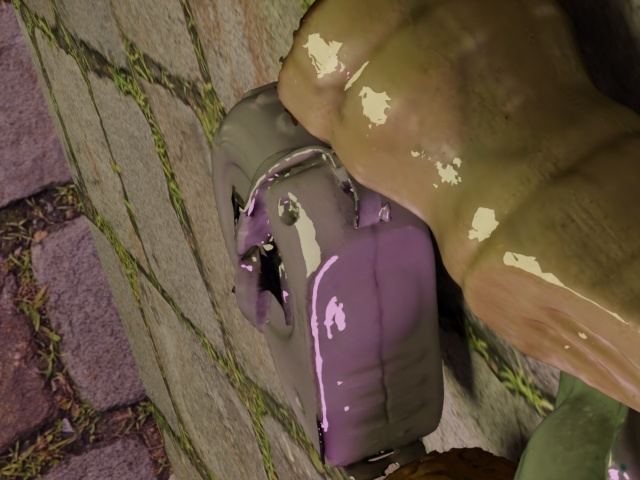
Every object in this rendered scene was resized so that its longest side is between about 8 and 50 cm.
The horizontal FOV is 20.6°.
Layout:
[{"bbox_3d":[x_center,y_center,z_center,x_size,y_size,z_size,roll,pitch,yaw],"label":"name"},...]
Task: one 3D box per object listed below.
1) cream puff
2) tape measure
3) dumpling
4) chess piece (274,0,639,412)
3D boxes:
[{"bbox_3d":[0.079,0.178,1.056,0.144,0.126,0.103,110,153,-57],"label":"cream puff"},{"bbox_3d":[0.000,0.000,1.095,0.197,0.120,0.236,-126,24,-48],"label":"tape measure"},{"bbox_3d":[0.144,0.144,0.848,0.108,0.152,0.219,16,125,15],"label":"dumpling"},{"bbox_3d":[0.117,0.009,0.717,0.301,0.137,0.137,51,161,19],"label":"chess piece"}]
